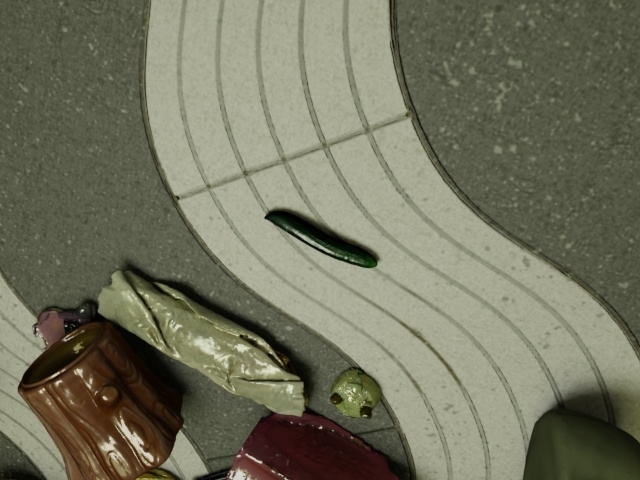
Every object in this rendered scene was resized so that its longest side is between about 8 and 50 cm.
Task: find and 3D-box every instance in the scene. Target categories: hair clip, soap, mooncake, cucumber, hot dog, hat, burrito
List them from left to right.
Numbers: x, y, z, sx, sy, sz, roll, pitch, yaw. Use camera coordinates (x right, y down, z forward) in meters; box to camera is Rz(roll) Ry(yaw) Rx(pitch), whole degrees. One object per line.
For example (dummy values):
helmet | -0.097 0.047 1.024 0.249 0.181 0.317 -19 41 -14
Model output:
hair clip | -0.449 0.199 1.238 0.146 0.056 0.186 -4 105 19
hot dog | -0.307 0.485 1.321 0.169 0.061 0.078 41 161 -4
burrito | -0.186 0.169 1.126 0.392 0.076 0.117 29 119 2
cucumber | 0.000 0.000 1.015 0.184 0.036 0.033 27 127 1
soap | 0.005 0.401 1.126 0.289 0.182 0.112 30 118 7
hat | 0.054 0.257 1.112 0.077 0.059 0.076 41 114 -1
mooncake | 0.367 0.377 0.966 0.135 0.275 0.274 13 118 7

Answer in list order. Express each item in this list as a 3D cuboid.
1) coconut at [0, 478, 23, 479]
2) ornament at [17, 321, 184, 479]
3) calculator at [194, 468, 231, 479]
coconut | -0.628 0.612 1.378 0.237 0.236 0.197 -25 148 25
ornament | -0.364 0.269 1.128 0.221 0.235 0.217 5 130 58
calculator | -0.130 0.555 1.324 0.166 0.028 0.274 -22 107 24
